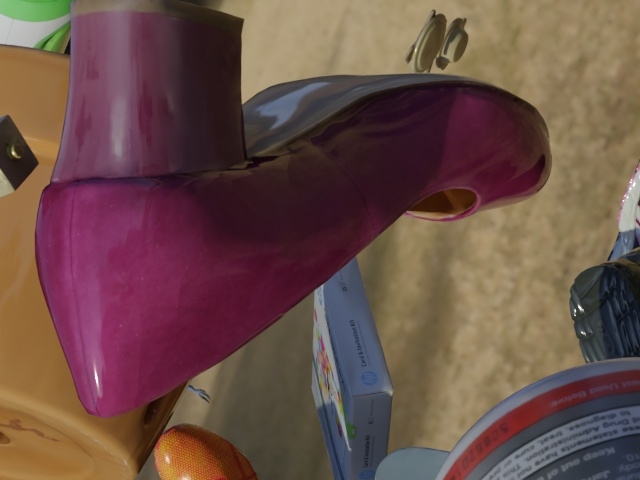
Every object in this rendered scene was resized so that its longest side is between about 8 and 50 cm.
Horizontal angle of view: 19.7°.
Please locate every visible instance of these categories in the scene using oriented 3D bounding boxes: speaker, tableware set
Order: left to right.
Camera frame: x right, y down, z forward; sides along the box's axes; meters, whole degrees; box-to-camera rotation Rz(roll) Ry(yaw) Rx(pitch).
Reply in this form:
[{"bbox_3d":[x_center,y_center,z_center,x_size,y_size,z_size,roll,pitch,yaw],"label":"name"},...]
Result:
[{"bbox_3d":[-0.300,-0.195,1.741,0.296,0.131,0.131,128,163,-59],"label":"speaker"},{"bbox_3d":[0.103,-0.159,1.832,0.141,0.020,0.168,-66,-20,10],"label":"tableware set"}]

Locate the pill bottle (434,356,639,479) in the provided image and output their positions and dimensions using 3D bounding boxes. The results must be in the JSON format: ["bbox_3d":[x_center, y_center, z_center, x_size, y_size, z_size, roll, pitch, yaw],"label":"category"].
[{"bbox_3d":[0.174,0.234,0.839,0.363,0.210,0.210,-102,32,-58],"label":"pill bottle"}]

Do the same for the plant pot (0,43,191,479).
[{"bbox_3d":[-0.190,0.035,1.185,0.291,0.291,0.203,125,162,-64],"label":"plant pot"}]

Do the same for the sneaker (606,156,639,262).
[{"bbox_3d":[0.324,-0.012,1.774,0.072,0.077,0.178,-59,-19,-56],"label":"sneaker"}]

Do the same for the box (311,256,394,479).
[{"bbox_3d":[0.025,0.123,1.534,0.186,0.038,0.145,94,166,-50],"label":"box"}]

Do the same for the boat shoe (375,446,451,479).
[{"bbox_3d":[0.134,0.196,1.332,0.065,0.183,0.083,-65,-34,-27],"label":"boat shoe"}]

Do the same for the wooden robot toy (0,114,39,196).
[{"bbox_3d":[-0.203,-0.082,0.803,0.079,0.173,0.076,-21,38,29],"label":"wooden robot toy"}]

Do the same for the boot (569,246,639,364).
[{"bbox_3d":[0.258,0.102,1.203,0.083,0.161,0.246,5,111,52],"label":"boot"}]

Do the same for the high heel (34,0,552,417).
[{"bbox_3d":[0.000,0.000,0.925,0.127,0.377,0.181,-2,83,40],"label":"high heel"}]

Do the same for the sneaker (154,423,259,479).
[{"bbox_3d":[-0.055,0.201,1.326,0.064,0.175,0.067,-40,15,-9],"label":"sneaker"}]

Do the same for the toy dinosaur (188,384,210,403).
[{"bbox_3d":[-0.149,0.131,1.745,0.047,0.090,0.082,-12,-44,-45],"label":"toy dinosaur"}]
